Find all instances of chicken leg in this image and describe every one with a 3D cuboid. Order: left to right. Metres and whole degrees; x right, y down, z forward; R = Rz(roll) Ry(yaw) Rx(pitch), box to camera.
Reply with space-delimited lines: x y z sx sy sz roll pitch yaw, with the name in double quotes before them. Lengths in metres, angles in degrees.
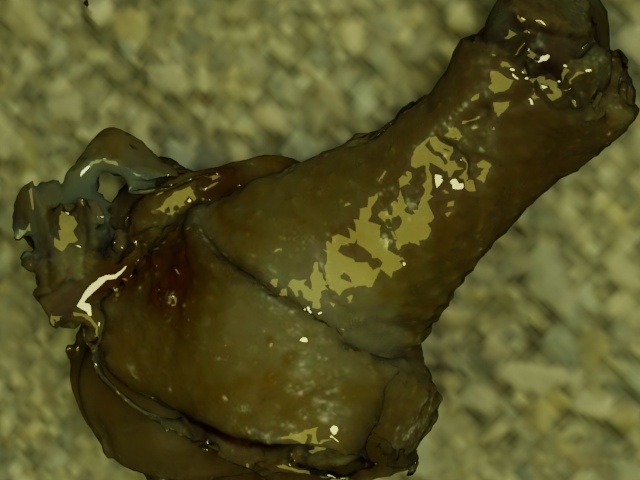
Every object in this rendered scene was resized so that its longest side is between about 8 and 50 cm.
"chicken leg" 0.002 0.008 0.519 0.196 0.080 0.125 -21 84 28
